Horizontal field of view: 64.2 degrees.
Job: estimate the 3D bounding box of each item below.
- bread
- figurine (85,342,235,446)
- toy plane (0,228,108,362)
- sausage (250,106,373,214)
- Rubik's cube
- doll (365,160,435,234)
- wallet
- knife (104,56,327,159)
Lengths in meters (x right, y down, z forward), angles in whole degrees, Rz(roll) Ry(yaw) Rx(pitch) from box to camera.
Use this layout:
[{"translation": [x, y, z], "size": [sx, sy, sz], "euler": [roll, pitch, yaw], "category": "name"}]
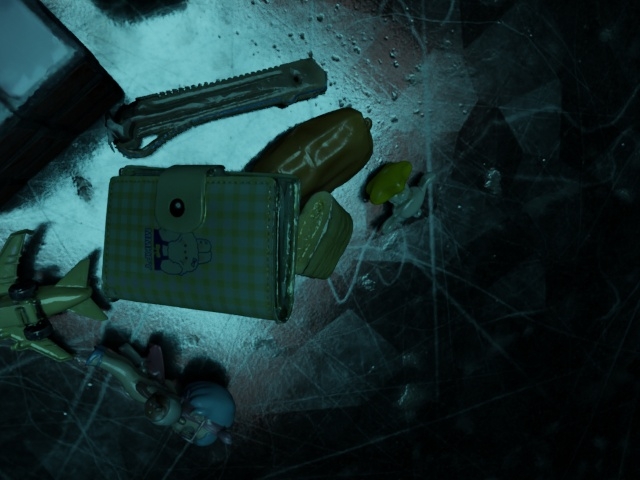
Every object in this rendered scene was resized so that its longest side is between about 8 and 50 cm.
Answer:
[{"translation": [0.000, 0.001, 0.819], "size": [0.060, 0.178, 0.139], "euler": [28, 91, 15], "category": "bread"}, {"translation": [-0.242, 0.235, 0.805], "size": [0.260, 0.205, 0.102], "euler": [37, 64, -14], "category": "figurine"}, {"translation": [-0.458, 0.100, 0.761], "size": [0.244, 0.092, 0.228], "euler": [-14, 116, -15], "category": "toy plane"}, {"translation": [-0.015, -0.124, 0.823], "size": [0.241, 0.136, 0.120], "euler": [-38, 99, -11], "category": "sausage"}, {"translation": [-0.466, -0.209, 0.600], "size": [0.304, 0.305, 0.301], "euler": [-45, 107, -6], "category": "Rubik's cube"}, {"translation": [0.150, -0.086, 0.906], "size": [0.135, 0.071, 0.113], "euler": [-27, 112, -14], "category": "doll"}, {"translation": [-0.185, 0.000, 0.749], "size": [0.310, 0.077, 0.223], "euler": [5, 98, 21], "category": "wallet"}, {"translation": [-0.158, -0.218, 0.817], "size": [0.365, 0.043, 0.089], "euler": [-20, 103, -13], "category": "knife"}]
